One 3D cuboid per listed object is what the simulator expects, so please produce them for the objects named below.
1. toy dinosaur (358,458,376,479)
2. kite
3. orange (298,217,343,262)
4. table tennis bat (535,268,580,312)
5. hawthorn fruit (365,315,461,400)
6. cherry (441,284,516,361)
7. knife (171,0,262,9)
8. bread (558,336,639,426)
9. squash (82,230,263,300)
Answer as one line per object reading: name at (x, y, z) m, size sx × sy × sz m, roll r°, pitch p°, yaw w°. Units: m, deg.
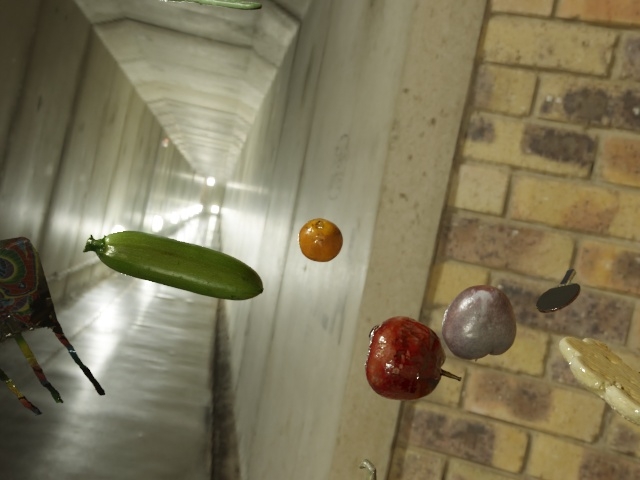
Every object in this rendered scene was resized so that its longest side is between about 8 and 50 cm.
toy dinosaur at (0.124, 0.663, 1.790) m, size 0.077 × 0.294 × 0.162 m, roll 3°, pitch 25°, yaw -31°
kite at (-0.359, 0.117, 0.894) m, size 0.152 × 0.285 × 0.015 m, roll -20°, pitch 40°, yaw -2°
orange at (-0.001, 0.000, 1.340) m, size 0.083 × 0.083 × 0.083 m, roll 12°, pitch 3°, yaw -1°
table tennis bat at (0.516, 0.108, 1.603) m, size 0.095 × 0.014 × 0.158 m, roll -21°, pitch 16°, yaw 43°
hawthorn fruit at (0.247, 0.327, 2.007) m, size 0.266 × 0.210 × 0.230 m, roll 21°, pitch 42°, yaw -3°
cherry at (0.345, 0.181, 1.644) m, size 0.176 × 0.176 × 0.140 m, roll 11°, pitch 7°, yaw -20°
knife at (-0.213, -0.428, 1.326) m, size 0.293 × 0.020 × 0.043 m, roll 21°, pitch 32°, yaw 37°
bread at (0.465, 0.227, 1.128) m, size 0.182 × 0.039 × 0.251 m, roll 4°, pitch 27°, yaw -43°
squash at (-0.309, 0.051, 1.617) m, size 0.395 × 0.107 × 0.107 m, roll 15°, pitch 1°, yaw -23°
